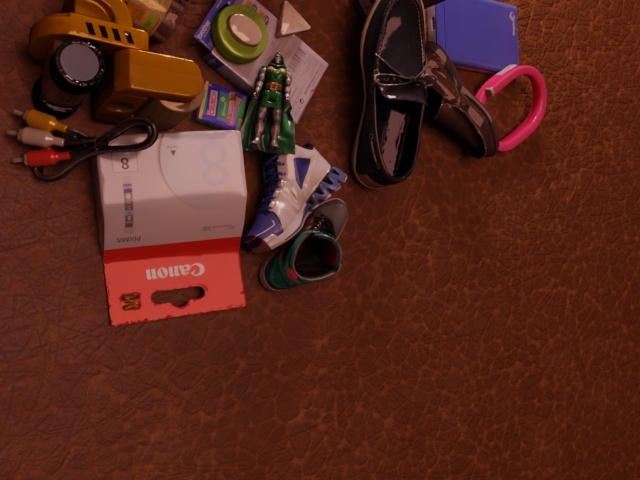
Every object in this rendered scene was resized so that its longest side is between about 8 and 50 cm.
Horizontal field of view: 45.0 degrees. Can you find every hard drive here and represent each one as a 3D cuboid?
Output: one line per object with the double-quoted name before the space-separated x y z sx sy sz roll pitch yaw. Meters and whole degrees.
"hard drive" 0.437 -0.588 2.196 0.318 0.040 0.210 1 86 -33

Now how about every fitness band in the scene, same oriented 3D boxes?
"fitness band" 0.547 -0.381 2.220 0.290 0.054 0.209 -38 117 -25

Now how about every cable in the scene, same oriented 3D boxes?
"cable" -0.457 -0.179 1.484 0.287 0.072 0.140 3 95 9

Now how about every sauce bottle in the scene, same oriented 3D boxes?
"sauce bottle" -0.446 -0.534 1.574 0.344 0.111 0.112 29 71 -26

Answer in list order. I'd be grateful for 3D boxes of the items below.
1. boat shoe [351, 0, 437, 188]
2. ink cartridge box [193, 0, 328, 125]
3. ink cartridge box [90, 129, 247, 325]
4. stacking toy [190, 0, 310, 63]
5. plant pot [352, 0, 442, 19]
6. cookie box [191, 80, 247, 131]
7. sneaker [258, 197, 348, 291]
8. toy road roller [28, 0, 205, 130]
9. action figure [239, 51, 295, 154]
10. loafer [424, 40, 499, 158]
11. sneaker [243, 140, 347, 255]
"boat shoe" 0.187 -0.370 1.884 0.186 0.156 0.501 4 98 -27
"ink cartridge box" -0.141 -0.429 1.792 0.311 0.065 0.186 38 67 -28
"ink cartridge box" -0.303 -0.032 1.617 0.308 0.091 0.385 -6 88 -27
"stacking toy" -0.142 -0.559 1.690 0.309 0.130 0.280 -33 101 -31
"plant pot" 0.198 -0.659 1.965 0.230 0.215 0.215 -36 106 -15
"cookie box" -0.226 -0.297 1.737 0.107 0.040 0.092 15 79 -31
"sneaker" 0.000 0.000 1.779 0.124 0.178 0.295 51 62 -19
"toy road roller" -0.404 -0.368 1.533 0.329 0.202 0.241 6 76 -31
"action figure" -0.109 -0.313 1.727 0.137 0.063 0.232 8 75 -6
"loafer" 0.339 -0.353 2.076 0.130 0.134 0.366 -44 105 -17
"sneaker" -0.093 -0.121 1.773 0.182 0.127 0.315 51 56 -14
